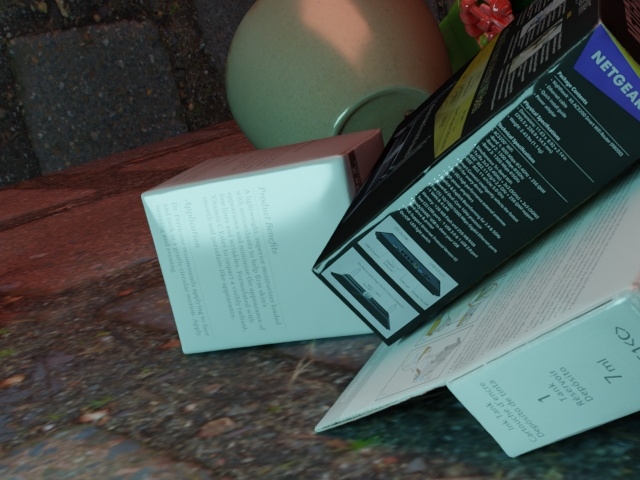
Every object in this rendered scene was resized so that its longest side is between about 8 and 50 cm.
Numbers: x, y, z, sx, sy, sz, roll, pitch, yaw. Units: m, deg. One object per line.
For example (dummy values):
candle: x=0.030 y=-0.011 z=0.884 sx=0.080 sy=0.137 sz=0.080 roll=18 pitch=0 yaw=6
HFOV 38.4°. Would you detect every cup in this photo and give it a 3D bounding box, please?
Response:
cup: x=0.053 y=-0.188 z=1.276 sx=0.331 sy=0.331 sz=0.237 roll=-15 pitch=39 yaw=-10

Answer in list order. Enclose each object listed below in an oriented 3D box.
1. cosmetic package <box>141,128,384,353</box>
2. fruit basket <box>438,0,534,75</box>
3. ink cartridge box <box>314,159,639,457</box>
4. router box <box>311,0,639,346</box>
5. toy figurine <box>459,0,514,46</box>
cosmetic package: x=-0.032 y=-0.003 z=0.822 sx=0.184 sy=0.151 sz=0.151 roll=-8 pitch=13 yaw=17
fruit basket: x=0.397 y=-0.329 z=1.604 sx=0.392 sy=0.283 sz=0.392 roll=-26 pitch=1 yaw=1
ink cartridge box: x=0.161 y=0.018 z=0.600 sx=0.261 sy=0.066 sz=0.296 roll=-37 pitch=7 yaw=47
router box: x=0.137 y=-0.087 z=0.686 sx=0.243 sy=0.081 sz=0.309 roll=-41 pitch=8 yaw=29
toy figurine: x=0.178 y=-0.139 z=1.098 sx=0.217 sy=0.191 sz=0.362 roll=-47 pitch=-19 yaw=7
